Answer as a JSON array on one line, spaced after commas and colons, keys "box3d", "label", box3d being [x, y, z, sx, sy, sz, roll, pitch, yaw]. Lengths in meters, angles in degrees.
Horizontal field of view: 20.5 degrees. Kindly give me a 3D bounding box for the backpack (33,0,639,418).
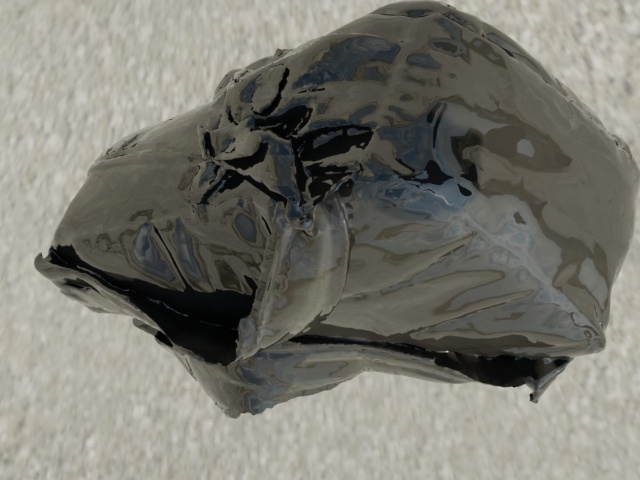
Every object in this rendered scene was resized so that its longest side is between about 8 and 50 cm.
[{"box3d": [0.000, 0.000, 1.373, 0.445, 0.255, 0.363, -13, 146, 42], "label": "backpack"}]
